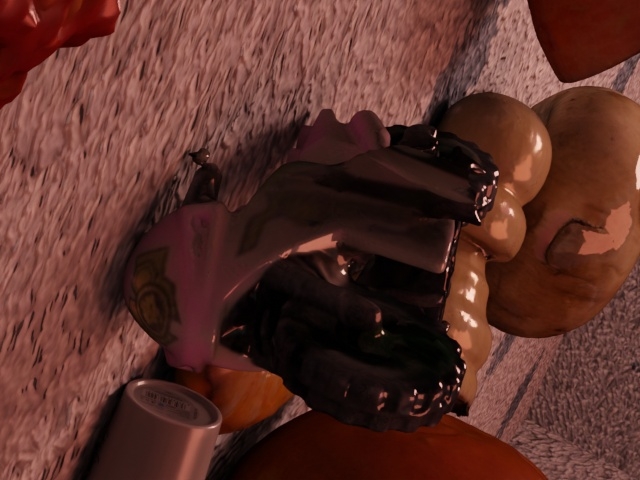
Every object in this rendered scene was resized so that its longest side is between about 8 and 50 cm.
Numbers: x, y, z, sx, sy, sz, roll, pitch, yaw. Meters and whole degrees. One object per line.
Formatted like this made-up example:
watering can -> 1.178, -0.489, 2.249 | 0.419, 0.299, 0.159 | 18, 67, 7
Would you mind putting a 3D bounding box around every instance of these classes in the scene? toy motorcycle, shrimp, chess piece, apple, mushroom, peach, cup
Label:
toy motorcycle -> 0.000, 0.000, 1.111 | 0.327, 0.188, 0.143 | -71, 171, -62
shrimp -> -0.029, 0.046, 1.315 | 0.287, 0.063, 0.152 | -16, 122, -72
chess piece -> 0.108, 0.001, 1.624 | 0.143, 0.143, 0.261 | 75, 38, -73
apple -> 0.263, -0.273, 1.533 | 0.293, 0.163, 0.251 | -40, -173, -27
mushroom -> 0.209, -0.031, 1.765 | 0.255, 0.184, 0.255 | -53, -178, 3
peach -> 0.042, 0.297, 1.543 | 0.302, 0.343, 0.342 | 11, 109, -51
cup -> -0.107, 0.142, 1.184 | 0.104, 0.074, 0.116 | -105, -147, -72

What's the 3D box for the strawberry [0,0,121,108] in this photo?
strawberry -> -0.110, -0.074, 0.551 | 0.236, 0.111, 0.190 | -66, 170, 22
